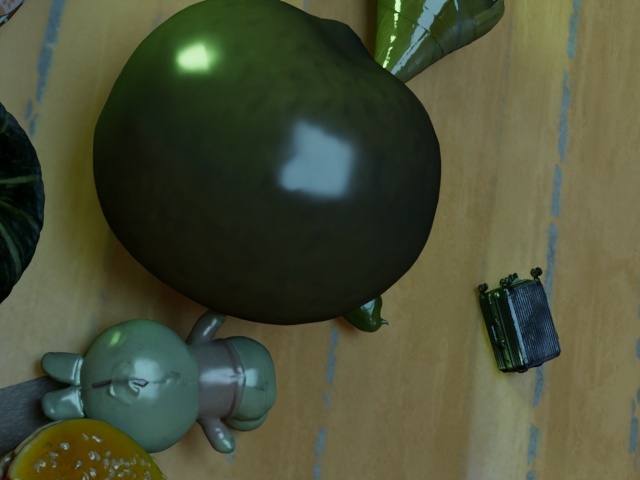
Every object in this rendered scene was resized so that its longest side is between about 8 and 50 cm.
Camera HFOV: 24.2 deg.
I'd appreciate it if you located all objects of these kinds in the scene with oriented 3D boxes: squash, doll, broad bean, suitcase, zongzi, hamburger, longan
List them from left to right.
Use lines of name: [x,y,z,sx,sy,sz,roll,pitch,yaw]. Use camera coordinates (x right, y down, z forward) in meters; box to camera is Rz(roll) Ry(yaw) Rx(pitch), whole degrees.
squash: [-0.376,-0.037,1.377,0.252,0.165,0.252,14,70,-43]
hamburger: [-0.216,0.316,1.431,0.227,0.151,0.295,-42,106,-40]
doll: [-0.151,0.145,1.549,0.275,0.113,0.155,5,79,-40]
longan: [-0.050,-0.080,1.553,0.361,0.361,0.361,11,72,-38]
broad bean: [0.000,0.000,1.757,0.256,0.052,0.053,58,10,-10]
zongzi: [0.091,-0.316,1.887,0.256,0.115,0.228,-36,99,-29]
suitcase: [0.259,0.106,1.939,0.086,0.059,0.126,-16,89,-40]

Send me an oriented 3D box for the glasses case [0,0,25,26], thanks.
glasses case: [-0.317,-0.327,1.563,0.103,0.067,0.267,44,55,-25]

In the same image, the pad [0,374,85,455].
pad: [-0.317,0.238,1.462,0.266,0.002,0.176,-15,89,-41]
